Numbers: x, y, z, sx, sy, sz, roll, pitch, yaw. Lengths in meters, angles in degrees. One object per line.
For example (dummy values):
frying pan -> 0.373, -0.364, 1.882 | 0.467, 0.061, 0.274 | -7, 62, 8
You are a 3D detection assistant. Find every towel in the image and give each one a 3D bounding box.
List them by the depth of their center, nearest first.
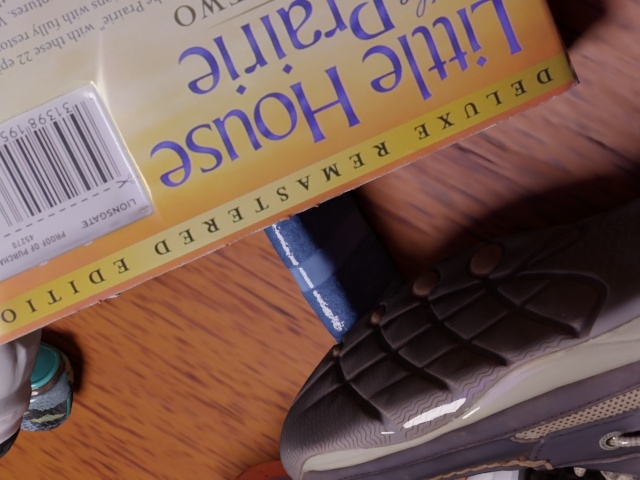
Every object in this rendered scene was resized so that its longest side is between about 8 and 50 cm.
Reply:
towel -> 0.000, 0.000, 0.707 | 0.029, 0.067, 0.119 | -23, 105, 35

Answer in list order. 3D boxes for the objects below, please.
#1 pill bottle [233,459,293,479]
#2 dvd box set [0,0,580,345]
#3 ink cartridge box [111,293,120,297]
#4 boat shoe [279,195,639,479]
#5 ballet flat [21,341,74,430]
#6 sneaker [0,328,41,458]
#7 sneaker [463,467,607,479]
pill bottle -> -0.037, 0.254, 0.840 | 0.130, 0.130, 0.245 | 25, 127, 15
dvd box set -> -0.105, -0.195, 0.557 | 0.308, 0.062, 0.420 | -25, 107, 2
ink cartridge box -> -0.207, -0.043, 0.783 | 0.218, 0.092, 0.158 | -7, 114, 34
boat shoe -> 0.142, 0.060, 0.599 | 0.355, 0.132, 0.130 | -26, 110, 27
ballet flat -> -0.251, 0.089, 0.908 | 0.188, 0.070, 0.070 | 17, 125, 24
sneaker -> -0.311, -0.026, 0.726 | 0.385, 0.145, 0.147 | 28, 111, 6
sneaker -> 0.190, 0.222, 0.728 | 0.290, 0.106, 0.123 | 47, 147, 1
